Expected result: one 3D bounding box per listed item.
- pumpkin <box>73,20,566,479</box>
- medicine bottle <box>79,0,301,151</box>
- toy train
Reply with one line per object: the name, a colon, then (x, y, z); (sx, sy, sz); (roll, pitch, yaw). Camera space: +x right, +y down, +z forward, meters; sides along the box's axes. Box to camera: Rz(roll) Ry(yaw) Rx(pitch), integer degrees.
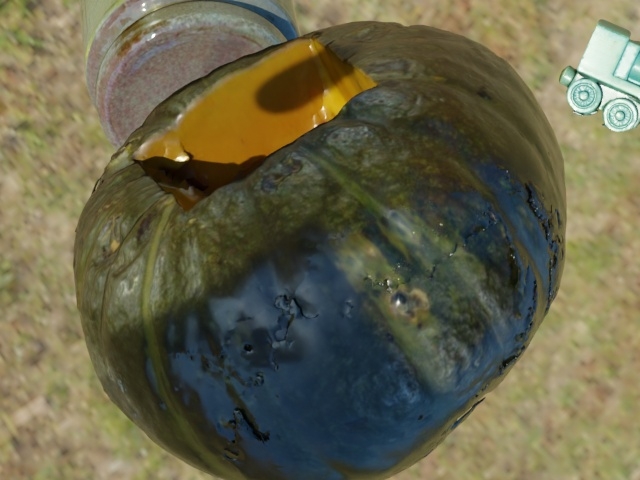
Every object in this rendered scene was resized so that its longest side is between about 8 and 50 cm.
pumpkin: (0.000, 0.000, 1.073); (0.320, 0.320, 0.192); (-33, 118, -11)
medicine bottle: (-0.102, -0.193, 1.331); (0.151, 0.322, 0.151); (-6, 131, -6)
toy train: (0.151, -0.061, 0.804); (0.029, 0.092, 0.045); (-37, 151, -77)
